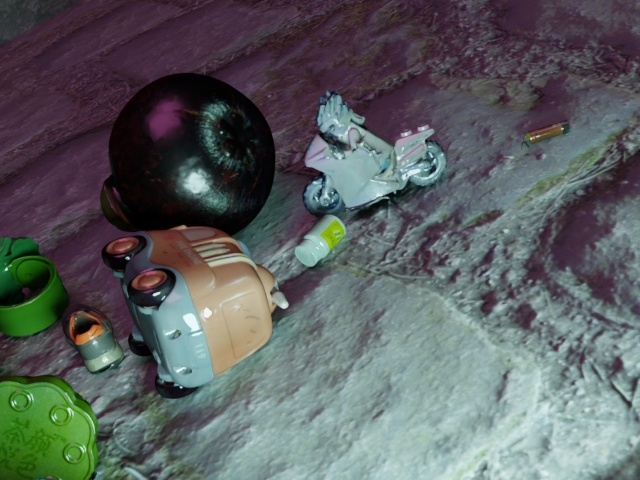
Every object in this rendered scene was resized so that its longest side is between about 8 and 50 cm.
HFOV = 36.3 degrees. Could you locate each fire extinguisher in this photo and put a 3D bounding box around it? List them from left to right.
[{"bbox_3d":[0.364,-0.172,1.591,0.083,0.022,0.028,-17,62,8],"label":"fire extinguisher"}]

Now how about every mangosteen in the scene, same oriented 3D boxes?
[{"bbox_3d":[-0.227,-0.135,1.663,0.300,0.300,0.300,-16,32,10],"label":"mangosteen"}]

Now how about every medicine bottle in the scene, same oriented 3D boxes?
[{"bbox_3d":[0.000,0.000,1.529,0.047,0.047,0.083,8,43,40],"label":"medicine bottle"}]

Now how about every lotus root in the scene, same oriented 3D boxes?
[{"bbox_3d":[-0.373,0.250,1.294,0.186,0.186,0.186,-16,32,10],"label":"lotus root"}]

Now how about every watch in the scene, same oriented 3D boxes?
[{"bbox_3d":[-0.502,0.074,1.665,0.152,0.131,0.165,15,45,31],"label":"watch"}]

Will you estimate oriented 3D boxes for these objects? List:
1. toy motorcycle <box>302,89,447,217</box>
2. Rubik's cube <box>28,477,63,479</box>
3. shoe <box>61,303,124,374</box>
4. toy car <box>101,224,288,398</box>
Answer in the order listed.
[{"bbox_3d":[0.068,-0.154,1.575,0.239,0.204,0.108,-24,20,-9],"label":"toy motorcycle"},{"bbox_3d":[-0.252,0.364,1.049,0.254,0.254,0.254,-16,32,10],"label":"Rubik's cube"},{"bbox_3d":[-0.366,0.133,1.524,0.074,0.077,0.194,-32,33,-14],"label":"shoe"},{"bbox_3d":[-0.176,0.080,1.408,0.212,0.181,0.270,-22,30,-20],"label":"toy car"}]
